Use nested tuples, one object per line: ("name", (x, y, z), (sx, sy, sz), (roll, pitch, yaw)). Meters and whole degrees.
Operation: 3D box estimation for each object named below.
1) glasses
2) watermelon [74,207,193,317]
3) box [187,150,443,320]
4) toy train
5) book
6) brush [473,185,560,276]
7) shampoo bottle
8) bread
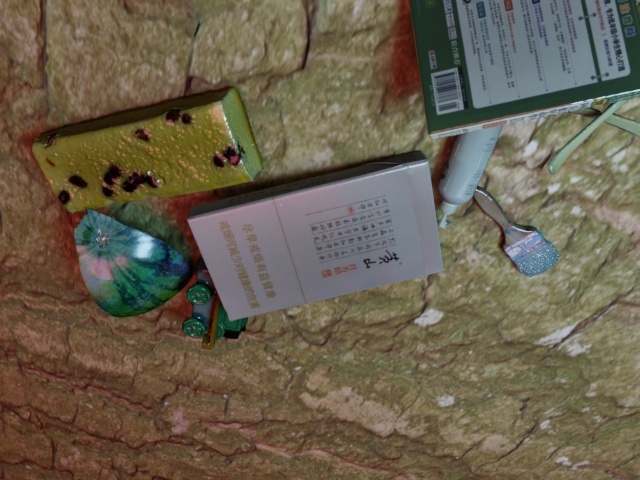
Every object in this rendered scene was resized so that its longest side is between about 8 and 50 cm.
("glasses", (0.320, -0.168, 0.677), (0.239, 0.207, 0.102), (-5, 162, 17))
("watermelon", (-0.314, 0.048, 0.953), (0.146, 0.128, 0.231), (-6, 147, 8))
("box", (0.000, -0.001, 0.859), (0.365, 0.051, 0.205), (-13, 120, 4))
("toy train", (-0.175, 0.109, 0.998), (0.136, 0.091, 0.228), (9, 125, -6))
("book", (0.245, -0.241, 0.639), (0.264, 0.027, 0.202), (-9, 79, 18))
("brush", (0.295, -0.020, 0.854), (0.070, 0.021, 0.196), (-36, 107, 30))
("shampoo bottle", (0.207, -0.097, 0.797), (0.056, 0.056, 0.195), (16, 124, 2))
("bread", (-0.281, -0.133, 0.865), (0.361, 0.077, 0.138), (-8, 121, 17))
